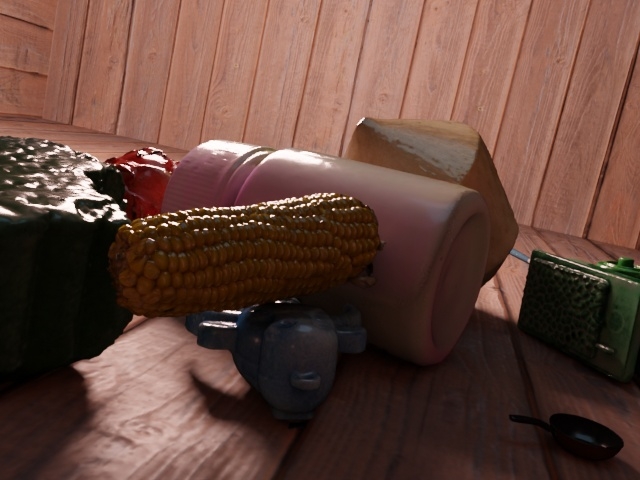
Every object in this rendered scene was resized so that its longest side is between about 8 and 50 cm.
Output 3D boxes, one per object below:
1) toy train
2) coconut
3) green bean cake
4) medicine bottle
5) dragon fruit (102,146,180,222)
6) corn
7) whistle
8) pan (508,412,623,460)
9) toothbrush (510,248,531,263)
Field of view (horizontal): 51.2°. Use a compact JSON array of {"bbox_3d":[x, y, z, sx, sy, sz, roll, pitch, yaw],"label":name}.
[{"bbox_3d":[0.439,0.105,0.980,0.201,0.145,0.266,5,9,-21],"label":"toy train"},{"bbox_3d":[0.146,-0.059,1.058,0.328,0.329,0.329,11,10,-2],"label":"coconut"},{"bbox_3d":[-0.297,0.005,0.632,0.307,0.169,0.300,18,13,28],"label":"green bean cake"},{"bbox_3d":[0.000,0.000,0.857,0.388,0.219,0.219,16,10,28],"label":"medicine bottle"},{"bbox_3d":[-0.261,-0.052,0.985,0.172,0.172,0.209,13,21,6],"label":"dragon fruit"},{"bbox_3d":[-0.058,0.014,0.602,0.293,0.106,0.106,-10,22,-44],"label":"corn"},{"bbox_3d":[-0.038,0.092,0.648,0.180,0.093,0.269,4,10,-14],"label":"whistle"},{"bbox_3d":[0.227,0.184,0.632,0.115,0.023,0.068,13,10,-11],"label":"pan"},{"bbox_3d":[0.558,0.051,1.801,0.025,0.019,0.276,15,9,-10],"label":"toothbrush"}]
